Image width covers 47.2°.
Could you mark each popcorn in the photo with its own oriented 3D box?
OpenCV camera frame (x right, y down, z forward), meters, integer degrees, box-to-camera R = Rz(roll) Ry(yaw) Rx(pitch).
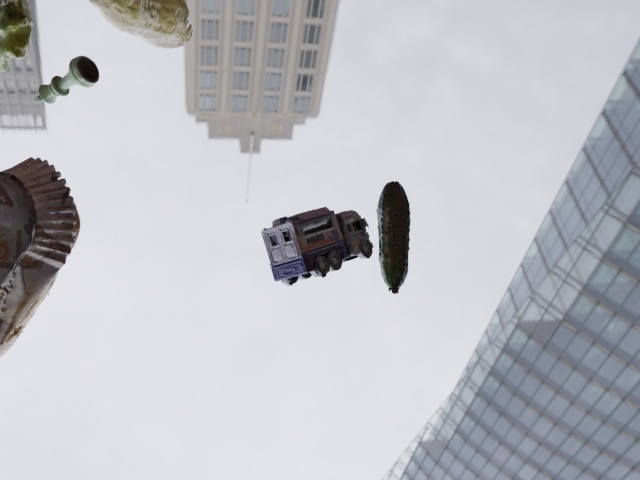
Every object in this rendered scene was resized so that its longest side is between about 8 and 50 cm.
[{"bbox_3d":[-0.511,-0.327,1.035,0.197,0.212,0.198,3,-103,-11],"label":"popcorn"}]

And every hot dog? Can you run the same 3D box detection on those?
[{"bbox_3d":[-0.311,0.033,0.675,0.131,0.253,0.069,48,-162,12],"label":"hot dog"}]

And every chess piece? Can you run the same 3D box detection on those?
[{"bbox_3d":[-0.484,-0.289,1.371,0.149,0.059,0.059,-22,-139,27],"label":"chess piece"}]

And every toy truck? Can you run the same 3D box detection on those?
[{"bbox_3d":[0.000,0.000,1.719,0.268,0.124,0.156,-19,-87,-50],"label":"toy truck"}]

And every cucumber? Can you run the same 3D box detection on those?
[{"bbox_3d":[0.139,-0.007,1.391,0.069,0.069,0.228,4,-109,-7],"label":"cucumber"}]

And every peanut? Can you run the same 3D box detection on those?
[{"bbox_3d":[-0.375,-0.509,1.586,0.147,0.148,0.319,33,-172,19],"label":"peanut"}]
